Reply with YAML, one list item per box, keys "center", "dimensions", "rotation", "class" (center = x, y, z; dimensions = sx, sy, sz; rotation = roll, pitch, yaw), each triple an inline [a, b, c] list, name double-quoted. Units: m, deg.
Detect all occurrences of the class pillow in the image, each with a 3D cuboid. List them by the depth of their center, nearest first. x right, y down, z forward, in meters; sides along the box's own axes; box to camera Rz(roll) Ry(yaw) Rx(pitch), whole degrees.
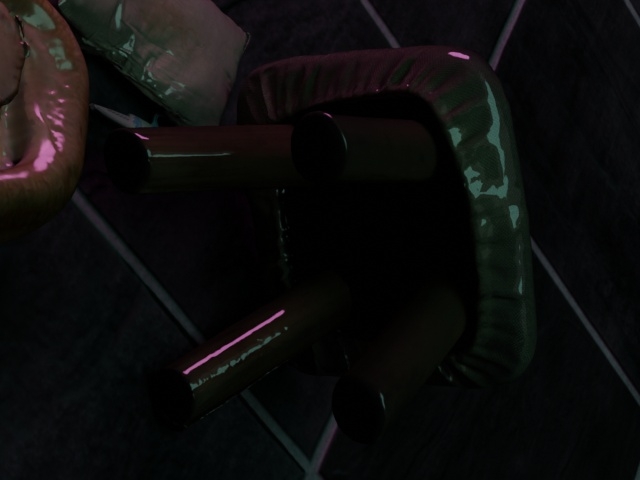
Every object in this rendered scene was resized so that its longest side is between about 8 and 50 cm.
- center: [-0.155, -0.197, 1.563]
  dimensions: [0.229, 0.050, 0.148]
  rotation: [43, 54, -40]
  class: "pillow"

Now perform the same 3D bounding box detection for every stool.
- center: [0.000, 0.000, 1.475]
  dimensions: [0.226, 0.310, 0.310]
  rotation: [-19, 103, -49]
  class: "stool"

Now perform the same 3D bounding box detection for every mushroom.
- center: [-0.286, -0.121, 1.297]
  dimensions: [0.278, 0.146, 0.278]
  rotation: [31, 46, -38]
  class: "mushroom"

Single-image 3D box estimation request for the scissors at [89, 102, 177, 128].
- center: [-0.167, -0.103, 1.545]
  dimensions: [0.119, 0.014, 0.058]
  rotation: [26, 55, -48]
  class: "scissors"
